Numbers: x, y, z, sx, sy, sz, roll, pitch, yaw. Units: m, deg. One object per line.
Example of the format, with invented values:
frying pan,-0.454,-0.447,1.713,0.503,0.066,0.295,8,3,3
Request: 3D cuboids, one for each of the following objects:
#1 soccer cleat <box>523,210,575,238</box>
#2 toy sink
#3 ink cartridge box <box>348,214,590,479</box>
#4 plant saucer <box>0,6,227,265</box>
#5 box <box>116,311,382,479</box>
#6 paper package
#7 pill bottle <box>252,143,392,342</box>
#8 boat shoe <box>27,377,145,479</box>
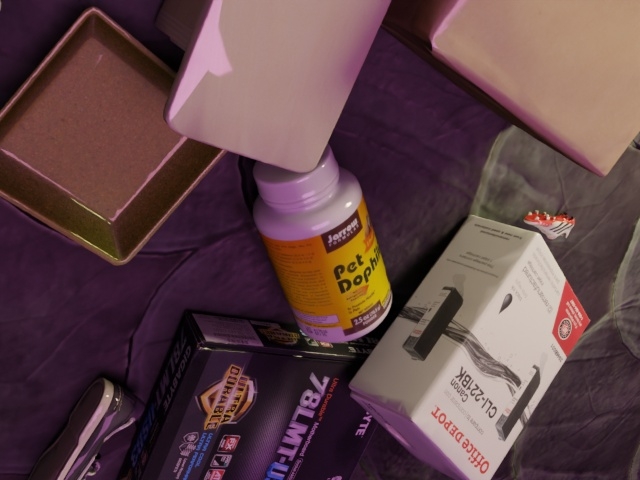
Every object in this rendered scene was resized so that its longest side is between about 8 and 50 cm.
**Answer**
soccer cleat,0.299,-0.019,1.054,0.083,0.029,0.035,0,114,-31
toy sink,-0.047,-0.202,0.713,0.153,0.131,0.234,15,106,-32
ink cartridge box,0.189,0.139,0.990,0.272,0.114,0.197,-52,129,-14
plant saucer,-0.203,-0.095,0.755,0.188,0.045,0.188,-47,127,6
box,-0.075,0.241,1.005,0.294,0.073,0.295,13,113,-30
paper package,0.250,-0.277,0.788,0.310,0.168,0.324,26,104,-35
pill bottle,0.000,0.000,0.864,0.117,0.117,0.214,-27,127,-9
boat shoe,-0.273,0.252,0.913,0.065,0.075,0.206,29,99,-32
